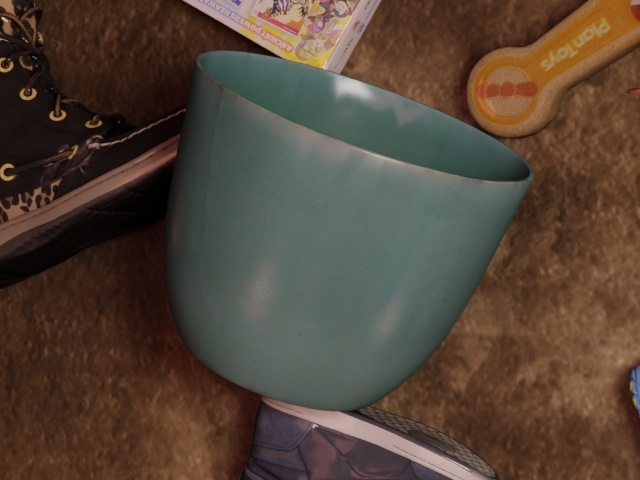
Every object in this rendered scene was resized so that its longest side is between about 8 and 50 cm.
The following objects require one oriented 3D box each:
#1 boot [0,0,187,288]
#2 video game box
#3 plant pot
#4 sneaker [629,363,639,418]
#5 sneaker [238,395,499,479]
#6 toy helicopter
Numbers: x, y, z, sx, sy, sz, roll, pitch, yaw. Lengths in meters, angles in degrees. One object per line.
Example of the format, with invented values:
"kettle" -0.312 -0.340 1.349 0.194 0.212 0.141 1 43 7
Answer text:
"boot" -0.261 -0.134 1.479 0.377 0.138 0.284 -26 76 21
"video game box" -0.029 -0.274 1.451 0.205 0.048 0.187 32 94 20
"plant pot" 0.000 0.000 1.296 0.293 0.293 0.235 26 107 21
"sneaker" 0.324 0.174 1.264 0.078 0.067 0.188 -33 71 20
"sneaker" 0.033 0.230 1.356 0.226 0.086 0.163 19 93 19
"toy helicopter" 0.283 -0.188 1.307 0.355 0.140 0.235 -35 83 25
